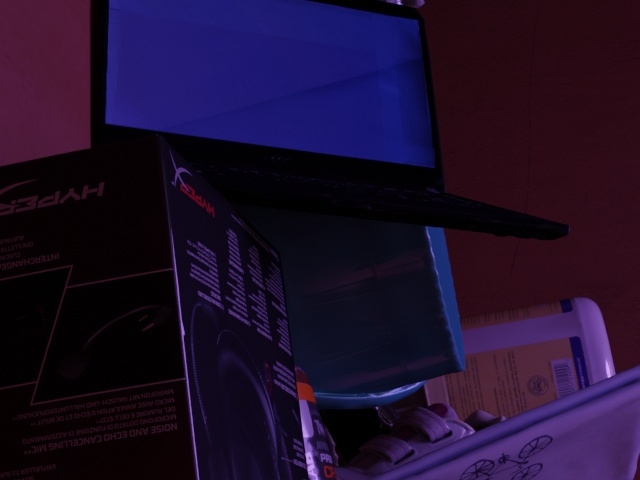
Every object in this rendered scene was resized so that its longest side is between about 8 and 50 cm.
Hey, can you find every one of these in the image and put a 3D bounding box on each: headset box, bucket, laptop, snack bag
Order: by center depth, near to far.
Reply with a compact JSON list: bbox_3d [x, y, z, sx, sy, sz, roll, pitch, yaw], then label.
[{"bbox_3d":[-0.073,0.129,0.563,0.218,0.110,0.293,49,32,-73],"label":"headset box"},{"bbox_3d":[-0.007,-0.093,0.734,0.264,0.234,0.136,-154,-109,-71],"label":"laptop"},{"bbox_3d":[0.000,0.000,0.949,0.281,0.183,0.281,-11,90,-82],"label":"bucket"},{"bbox_3d":[0.158,0.270,1.150,0.342,0.323,0.037,88,-24,-48],"label":"snack bag"}]

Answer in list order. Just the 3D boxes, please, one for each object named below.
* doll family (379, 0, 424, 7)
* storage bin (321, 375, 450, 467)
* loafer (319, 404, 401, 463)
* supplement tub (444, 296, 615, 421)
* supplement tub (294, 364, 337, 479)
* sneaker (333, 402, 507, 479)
[{"bbox_3d":[0.009,-0.190,1.164,0.263,0.118,0.163,32,82,-46],"label":"doll family"},{"bbox_3d":[0.079,0.198,1.432,0.262,0.123,0.260,-65,143,-74],"label":"storage bin"},{"bbox_3d":[0.049,0.206,1.257,0.220,0.080,0.078,51,19,-8],"label":"loafer"},{"bbox_3d":[0.230,0.218,1.681,0.241,0.331,0.241,-11,90,-81],"label":"supplement tub"},{"bbox_3d":[-0.043,0.141,0.726,0.106,0.106,0.198,53,21,-71],"label":"supplement tub"},{"bbox_3d":[0.086,0.210,1.181,0.252,0.103,0.111,2,94,-37],"label":"sneaker"}]
